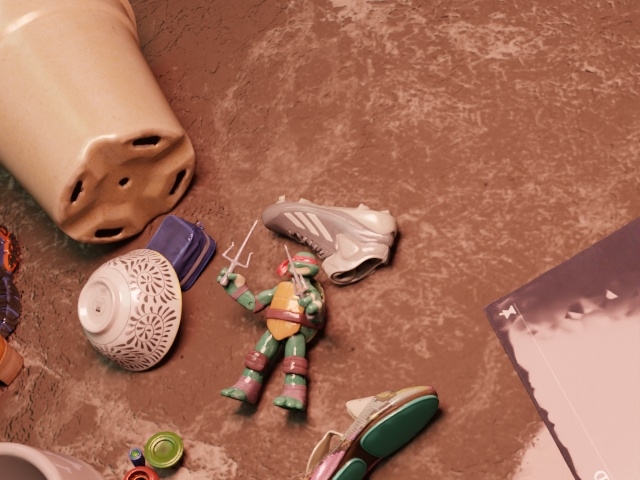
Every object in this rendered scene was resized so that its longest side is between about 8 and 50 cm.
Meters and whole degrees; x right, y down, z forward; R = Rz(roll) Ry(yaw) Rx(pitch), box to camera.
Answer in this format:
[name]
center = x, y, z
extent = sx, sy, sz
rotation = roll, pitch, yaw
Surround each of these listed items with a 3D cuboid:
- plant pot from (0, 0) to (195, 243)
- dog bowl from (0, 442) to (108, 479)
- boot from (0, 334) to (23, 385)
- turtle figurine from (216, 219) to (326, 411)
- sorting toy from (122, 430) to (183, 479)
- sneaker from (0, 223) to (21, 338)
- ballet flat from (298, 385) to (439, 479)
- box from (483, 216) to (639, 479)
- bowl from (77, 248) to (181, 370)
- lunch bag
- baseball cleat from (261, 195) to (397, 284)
[plant pot]
center = -0.350, -0.173, 1.857
extent = 0.334, 0.334, 0.305
rotation = -40, 59, 1
[dog bowl]
center = -0.420, 0.417, 1.623
extent = 0.349, 0.102, 0.349
rotation = -15, 54, 21
[boot]
center = -0.521, 0.203, 1.788
extent = 0.073, 0.152, 0.197
rotation = 15, 69, 36
[turtle figurine]
center = -0.046, 0.093, 1.609
extent = 0.175, 0.118, 0.234
rotation = -1, 74, 47
[sorting toy]
center = -0.216, 0.293, 1.632
extent = 0.061, 0.042, 0.102
rotation = 28, 64, 24
[sneaker]
center = -0.508, 0.077, 1.926
extent = 0.087, 0.083, 0.221
rotation = -31, 42, 27
[ballet flat]
center = 0.041, 0.238, 1.493
extent = 0.221, 0.077, 0.079
rotation = -48, 45, 0
[box]
center = 0.388, 0.149, 1.275
extent = 0.312, 0.179, 0.343
rotation = -30, 49, 8
[bowl]
center = -0.275, 0.091, 1.726
extent = 0.170, 0.080, 0.170
rotation = -6, 80, 38
[lunch bag]
center = -0.195, 0.015, 1.780
extent = 0.067, 0.065, 0.098
rotation = 37, 93, 37
[baseball cleat]
center = 0.000, 0.000, 1.674
extent = 0.206, 0.072, 0.109
rotation = 1, 67, 35
